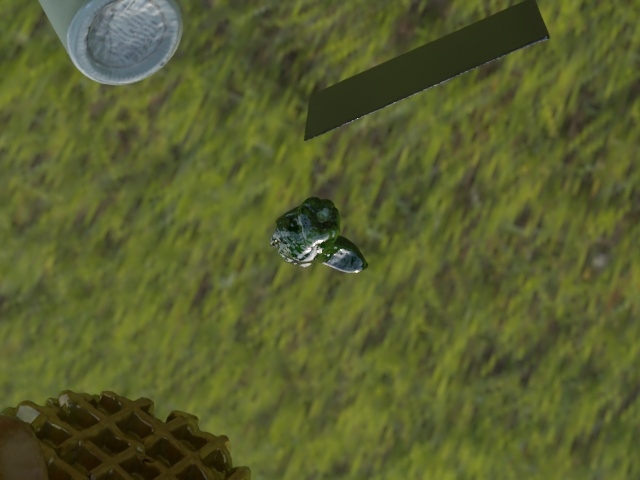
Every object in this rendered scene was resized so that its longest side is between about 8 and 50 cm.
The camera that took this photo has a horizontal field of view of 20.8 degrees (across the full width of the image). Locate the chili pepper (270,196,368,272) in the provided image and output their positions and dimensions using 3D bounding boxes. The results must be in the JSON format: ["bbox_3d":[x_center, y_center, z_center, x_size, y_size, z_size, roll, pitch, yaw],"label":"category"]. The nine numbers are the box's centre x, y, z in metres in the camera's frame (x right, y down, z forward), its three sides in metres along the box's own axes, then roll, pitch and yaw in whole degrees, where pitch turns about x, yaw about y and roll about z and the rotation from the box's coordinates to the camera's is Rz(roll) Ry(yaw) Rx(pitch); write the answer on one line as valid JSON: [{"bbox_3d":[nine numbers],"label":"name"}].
[{"bbox_3d":[-0.006,0.002,1.608,0.073,0.050,0.182,-12,169,8],"label":"chili pepper"}]

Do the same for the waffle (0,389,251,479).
[{"bbox_3d":[-0.188,0.254,1.706,0.309,0.283,0.065,10,130,-17],"label":"waffle"}]

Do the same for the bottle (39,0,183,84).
[{"bbox_3d":[-0.207,-0.242,1.542,0.104,0.104,0.245,55,-179,-45],"label":"bottle"}]

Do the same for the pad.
[{"bbox_3d":[0.098,-0.165,1.664,0.245,0.170,0.006,-22,107,9],"label":"pad"}]

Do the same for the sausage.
[{"bbox_3d":[-0.342,0.232,1.541,0.274,0.105,0.105,-25,127,37],"label":"sausage"}]
